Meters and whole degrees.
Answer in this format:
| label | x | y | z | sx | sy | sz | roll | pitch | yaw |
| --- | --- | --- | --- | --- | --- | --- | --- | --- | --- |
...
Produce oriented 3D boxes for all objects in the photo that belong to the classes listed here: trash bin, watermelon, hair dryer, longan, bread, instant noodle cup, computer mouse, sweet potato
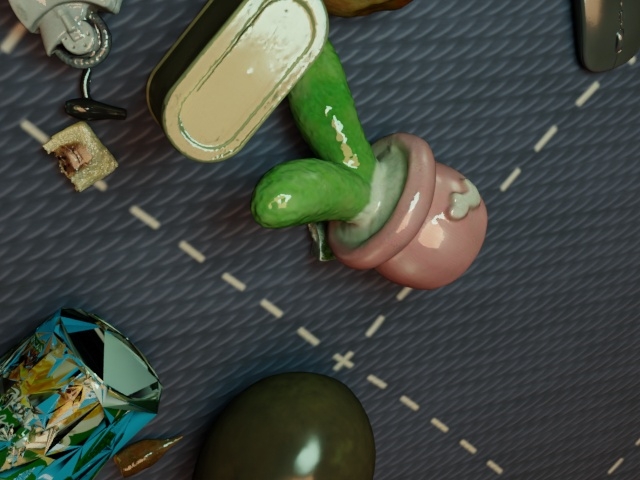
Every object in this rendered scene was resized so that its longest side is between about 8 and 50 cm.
| label | x | y | z | sx | sy | sz | roll | pitch | yaw |
| --- | --- | --- | --- | --- | --- | --- | --- | --- | --- |
| trash bin | -0.111 | -0.217 | 0.764 | 0.121 | 0.247 | 0.243 | 39 | 93 | -25 |
| watermelon | 0.000 | 0.000 | 0.986 | 0.085 | 0.085 | 0.061 | 37 | 125 | -23 |
| hair dryer | -0.303 | -0.204 | 0.834 | 0.079 | 0.031 | 0.083 | 0 | 100 | -27 |
| longan | -0.060 | 0.367 | 0.970 | 0.288 | 0.288 | 0.350 | 27 | 110 | -22 |
| bread | -0.328 | -0.117 | 0.849 | 0.070 | 0.035 | 0.083 | -31 | 111 | -6 |
| instant noodle cup | -0.352 | 0.216 | 0.853 | 0.178 | 0.240 | 0.240 | -46 | 114 | 1 |
| computer mouse | 0.454 | -0.385 | 0.974 | 0.120 | 0.057 | 0.232 | -18 | 112 | -9 |
| sweet potato | -0.281 | 0.347 | 1.012 | 0.117 | 0.049 | 0.049 | -23 | 113 | -12 |

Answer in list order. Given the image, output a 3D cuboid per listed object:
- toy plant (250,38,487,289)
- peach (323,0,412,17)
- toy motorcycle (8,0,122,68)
| label | x | y | z | sx | sy | sz | roll | pitch | yaw |
| --- | --- | --- | --- | --- | --- | --- | --- | --- | --- |
| toy plant | 0.069 | -0.090 | 0.895 | 0.356 | 0.211 | 0.317 | 26 | 61 | -22 |
| peach | 0.038 | -0.391 | 0.780 | 0.236 | 0.214 | 0.214 | -18 | 112 | 2 |
| toy motorcycle | -0.308 | -0.349 | 0.743 | 0.171 | 0.110 | 0.260 | 16 | 98 | -9 |
